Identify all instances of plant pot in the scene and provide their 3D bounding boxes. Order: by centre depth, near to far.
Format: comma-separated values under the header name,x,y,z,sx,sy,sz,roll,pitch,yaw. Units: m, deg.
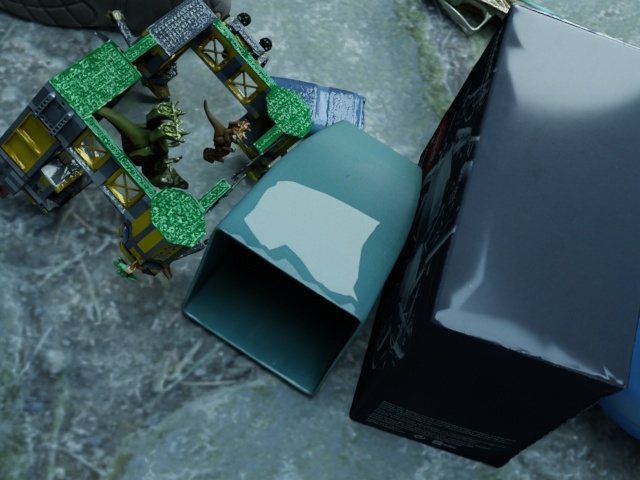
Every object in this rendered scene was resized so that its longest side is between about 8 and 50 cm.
name,x,y,z,sx,sy,sz,roll,pitch,yaw
plant pot,0.000,0.000,1.195,0.165,0.166,0.234,33,52,3

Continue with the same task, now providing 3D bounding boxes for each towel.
name,x,y,z,sx,sy,sz,roll,pitch,yaw
towel,-0.007,-0.150,1.337,0.119,0.029,0.067,11,61,-10

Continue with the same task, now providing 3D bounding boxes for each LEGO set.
name,x,y,z,sx,sy,sz,roll,pitch,yaw
LEGO set,-0.185,-0.095,1.205,0.255,0.192,0.331,43,46,-13

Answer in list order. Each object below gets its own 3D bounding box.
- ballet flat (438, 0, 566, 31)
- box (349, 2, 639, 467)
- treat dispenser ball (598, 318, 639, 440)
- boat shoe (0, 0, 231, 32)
name,x,y,z,sx,sy,sz,roll,pitch,yaw
ballet flat,0.222,-0.285,1.456,0.206,0.073,0.067,28,88,3
box,0.183,0.007,1.136,0.178,0.312,0.343,19,64,-5
treat dispenser ball,0.401,0.082,1.180,0.288,0.288,0.288,6,63,-12
boat shoe,-0.262,-0.317,1.312,0.324,0.123,0.117,12,54,-16
